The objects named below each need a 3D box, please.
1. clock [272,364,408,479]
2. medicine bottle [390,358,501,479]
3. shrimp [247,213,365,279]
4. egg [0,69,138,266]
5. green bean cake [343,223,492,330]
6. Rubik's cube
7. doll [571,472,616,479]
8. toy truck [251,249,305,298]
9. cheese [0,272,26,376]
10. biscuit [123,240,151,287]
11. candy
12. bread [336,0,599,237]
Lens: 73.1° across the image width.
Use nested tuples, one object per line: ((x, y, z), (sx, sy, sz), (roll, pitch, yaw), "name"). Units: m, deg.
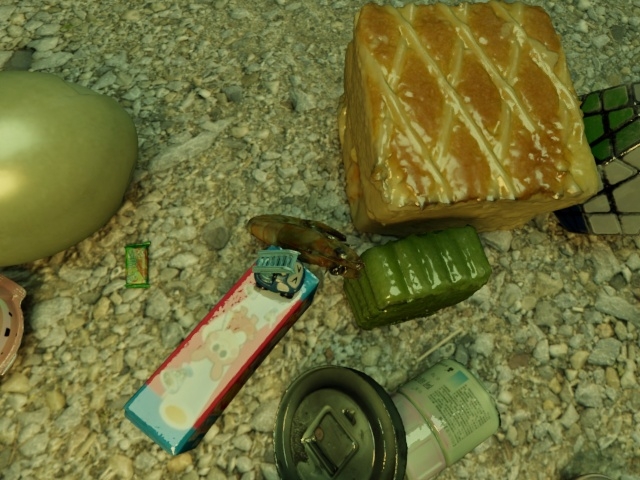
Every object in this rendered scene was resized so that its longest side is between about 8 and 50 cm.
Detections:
((0.023, 0.291, 0.624), (0.214, 0.042, 0.215), (-11, 71, 35), "clock")
((0.171, 0.279, 0.667), (0.168, 0.135, 0.135), (-28, 74, -17), "medicine bottle")
((0.000, 0.000, 0.713), (0.169, 0.296, 0.058), (-6, 110, -39), "shrimp")
((-0.449, -0.114, 0.668), (0.336, 0.278, 0.278), (-24, 73, -15), "egg")
((0.153, 0.065, 0.714), (0.214, 0.200, 0.113), (-12, 70, -11), "green bean cake")
((0.570, -0.147, 0.816), (0.264, 0.319, 0.319), (-31, 73, 10), "Rubik's cube")
((0.491, 0.456, 0.635), (0.287, 0.151, 0.151), (34, 68, 10), "doll")
((-0.055, 0.038, 0.588), (0.073, 0.090, 0.056), (17, 68, -1), "toy truck")
((-0.562, 0.174, 0.633), (0.188, 0.074, 0.286), (31, 67, 8), "cheese")
((-0.324, 0.044, 0.762), (0.046, 0.016, 0.089), (-6, 69, -9), "biscuit")
((-0.135, 0.165, 0.662), (0.100, 0.157, 0.306), (38, 68, 9), "candy")
((0.227, -0.201, 0.789), (0.371, 0.279, 0.390), (-6, 72, -6), "bread")
